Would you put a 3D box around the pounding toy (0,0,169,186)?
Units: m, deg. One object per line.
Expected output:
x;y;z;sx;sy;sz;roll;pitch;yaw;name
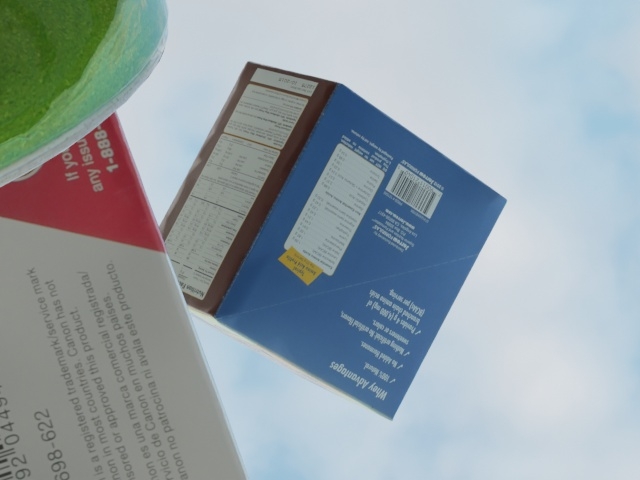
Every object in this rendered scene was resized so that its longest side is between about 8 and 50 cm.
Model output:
-0.129;-0.092;0.484;0.183;0.110;0.237;-1;-150;25;pounding toy

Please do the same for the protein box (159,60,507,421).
0.000;0.000;1.468;0.136;0.200;0.201;21;-99;55;protein box

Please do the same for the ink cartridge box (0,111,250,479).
-0.258;0.083;0.905;0.384;0.160;0.279;-17;-106;-12;ink cartridge box
